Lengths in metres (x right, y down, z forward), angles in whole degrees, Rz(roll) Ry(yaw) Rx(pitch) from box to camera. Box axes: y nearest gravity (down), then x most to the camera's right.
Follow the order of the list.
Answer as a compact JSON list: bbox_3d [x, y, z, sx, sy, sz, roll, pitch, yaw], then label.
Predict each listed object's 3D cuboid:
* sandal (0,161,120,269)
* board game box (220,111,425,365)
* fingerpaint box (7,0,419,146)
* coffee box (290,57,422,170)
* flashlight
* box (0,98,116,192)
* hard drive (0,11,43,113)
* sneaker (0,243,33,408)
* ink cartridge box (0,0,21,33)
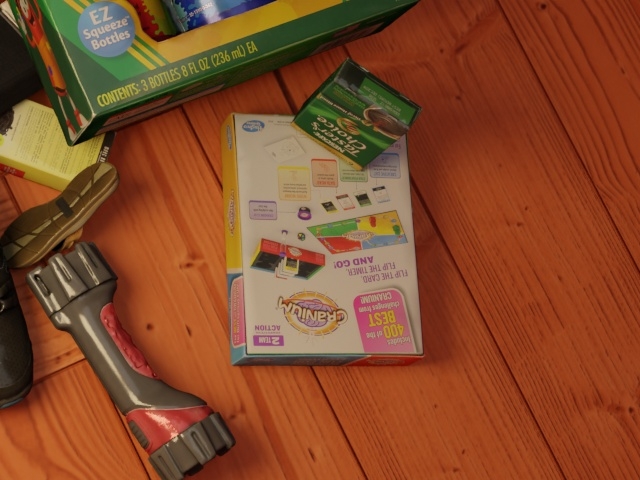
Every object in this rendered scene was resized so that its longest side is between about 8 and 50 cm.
[{"bbox_3d":[-0.306,-0.022,1.894,0.180,0.049,0.072,-38,49,3],"label":"sandal"},{"bbox_3d":[0.000,0.000,2.017,0.242,0.064,0.316,2,74,-19],"label":"board game box"},{"bbox_3d":[-0.156,-0.369,1.891,0.445,0.163,0.371,-22,88,-21],"label":"fingerpaint box"},{"bbox_3d":[0.041,-0.151,1.938,0.113,0.184,0.040,34,69,-9],"label":"coffee box"},{"bbox_3d":[-0.221,0.142,1.885,0.103,0.103,0.304,-34,83,13],"label":"flashlight"},{"bbox_3d":[-0.372,-0.127,1.926,0.232,0.058,0.087,19,69,-14],"label":"box"},{"bbox_3d":[-0.458,-0.248,1.883,0.255,0.054,0.172,41,44,8],"label":"hard drive"},{"bbox_3d":[-0.420,0.031,1.819,0.125,0.139,0.341,-21,84,-25],"label":"sneaker"},{"bbox_3d":[-0.289,-0.280,1.985,0.191,0.082,0.139,-41,91,-23],"label":"ink cartridge box"}]
